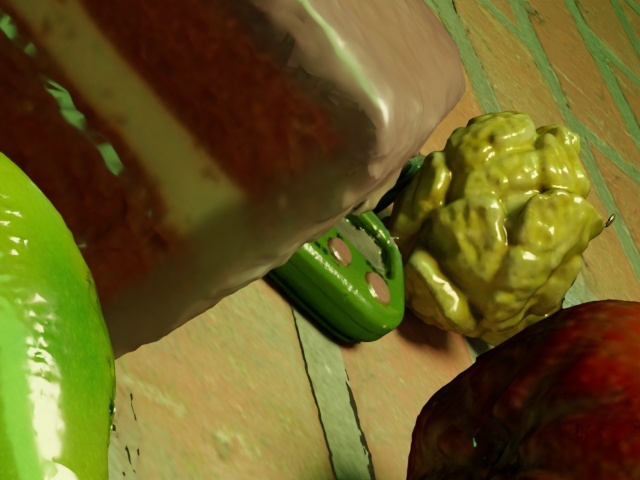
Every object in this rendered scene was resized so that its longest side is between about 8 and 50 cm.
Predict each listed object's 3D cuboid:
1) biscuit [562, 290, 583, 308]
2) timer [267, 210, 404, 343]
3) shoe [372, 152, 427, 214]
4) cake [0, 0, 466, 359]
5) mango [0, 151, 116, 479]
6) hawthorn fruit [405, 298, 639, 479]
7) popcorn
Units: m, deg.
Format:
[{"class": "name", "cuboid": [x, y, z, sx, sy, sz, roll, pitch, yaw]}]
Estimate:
[{"class": "biscuit", "cuboid": [0.280, 0.185, 1.462, 0.186, 0.079, 0.309, 35, 28, -44]}, {"class": "timer", "cuboid": [0.000, 0.000, 1.209, 0.140, 0.047, 0.128, 43, 24, -23]}, {"class": "shoe", "cuboid": [0.021, -0.071, 1.345, 0.099, 0.071, 0.169, 53, 16, 9]}, {"class": "cake", "cuboid": [-0.097, -0.117, 0.922, 0.309, 0.237, 0.230, 54, 21, -1]}, {"class": "mango", "cuboid": [-0.135, 0.059, 0.731, 0.125, 0.111, 0.233, 13, 44, -53]}, {"class": "hawthorn fruit", "cuboid": [0.184, 0.190, 1.013, 0.300, 0.254, 0.254, 43, 22, -32]}, {"class": "popcorn", "cuboid": [0.129, -0.010, 1.340, 0.174, 0.168, 0.195, 19, -1, 19]}]
